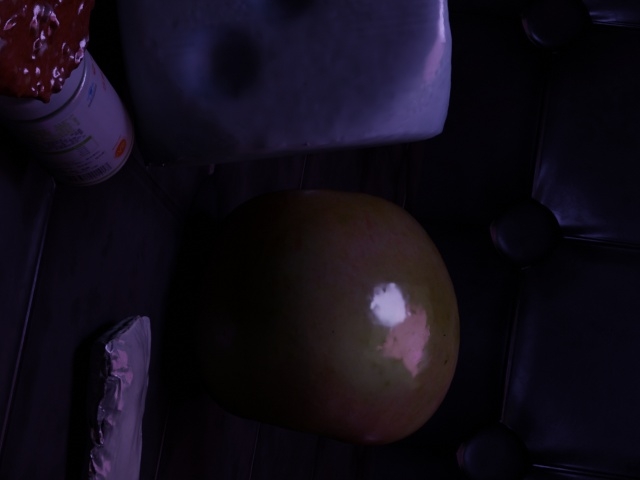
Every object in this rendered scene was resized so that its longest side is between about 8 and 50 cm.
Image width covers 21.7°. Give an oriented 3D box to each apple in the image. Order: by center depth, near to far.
[{"bbox_3d":[0.004,0.083,1.901,0.319,0.319,0.277,40,61,-77],"label":"apple"}]

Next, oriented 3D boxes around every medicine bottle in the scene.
[{"bbox_3d":[-0.203,-0.108,1.269,0.183,0.086,0.086,65,34,-72],"label":"medicine bottle"}]

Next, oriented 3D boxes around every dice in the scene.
[{"bbox_3d":[-0.036,-0.203,1.438,0.264,0.268,0.262,-127,-148,-87],"label":"dice"}]

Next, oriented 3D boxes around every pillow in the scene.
[{"bbox_3d":[-0.197,0.188,1.592,0.128,0.051,0.229,-20,119,-75],"label":"pillow"}]

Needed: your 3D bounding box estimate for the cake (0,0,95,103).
[{"bbox_3d":[-0.208,-0.223,0.993,0.177,0.151,0.283,61,42,-78],"label":"cake"}]
